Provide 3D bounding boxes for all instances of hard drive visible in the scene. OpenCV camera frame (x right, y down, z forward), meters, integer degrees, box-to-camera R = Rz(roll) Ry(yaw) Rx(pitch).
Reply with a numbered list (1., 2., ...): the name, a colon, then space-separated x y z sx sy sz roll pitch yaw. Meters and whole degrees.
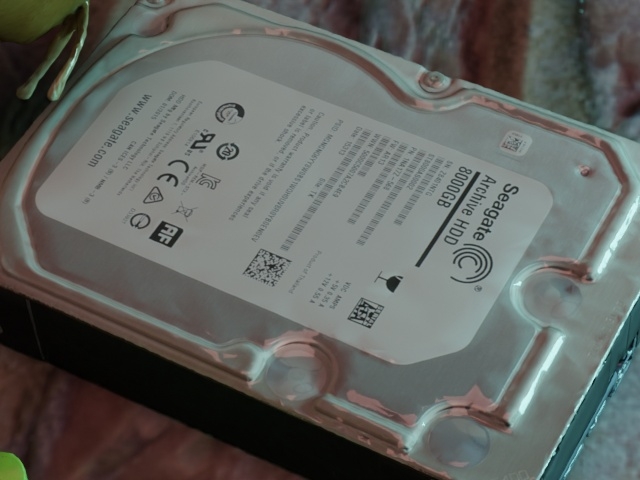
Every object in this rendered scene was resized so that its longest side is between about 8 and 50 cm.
1. hard drive: 0.000 0.000 0.976 0.339 0.064 0.237 23 56 19

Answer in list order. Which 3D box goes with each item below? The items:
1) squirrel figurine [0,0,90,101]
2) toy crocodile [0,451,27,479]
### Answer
1. squirrel figurine: -0.281 -0.153 0.884 0.370 0.397 0.281 -31 48 0
2. toy crocodile: -0.128 0.247 0.752 0.105 0.115 0.341 -1 53 -2
